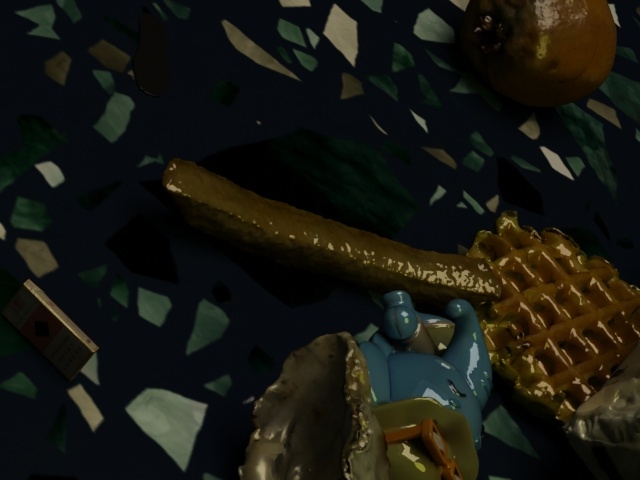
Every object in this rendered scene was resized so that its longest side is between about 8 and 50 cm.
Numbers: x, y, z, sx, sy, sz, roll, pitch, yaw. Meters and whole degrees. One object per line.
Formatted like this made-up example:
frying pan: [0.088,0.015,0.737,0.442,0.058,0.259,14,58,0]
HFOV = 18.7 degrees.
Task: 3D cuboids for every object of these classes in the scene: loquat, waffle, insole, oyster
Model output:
loquat: [0.273,-0.260,2.430,0.234,0.176,0.187,4,32,-47]
waffle: [0.285,0.109,2.112,0.325,0.068,0.302,27,36,-19]
insole: [-0.177,-0.195,2.038,0.045,0.002,0.135,25,37,-26]
oyster: [0.003,0.244,1.611,0.110,0.166,0.341,51,16,-52]

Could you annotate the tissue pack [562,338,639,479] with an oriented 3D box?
tissue pack: [0.457,0.213,1.989,0.375,0.195,0.390,-38,99,-43]

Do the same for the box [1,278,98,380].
box: [-0.228,0.076,1.640,0.083,0.046,0.012,45,38,3]

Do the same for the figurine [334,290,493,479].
figurine: [0.080,0.141,1.784,0.154,0.180,0.262,3,47,-1]

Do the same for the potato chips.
potato chips: [0.000,0.000,1.937,0.407,0.080,0.057,18,55,-31]
